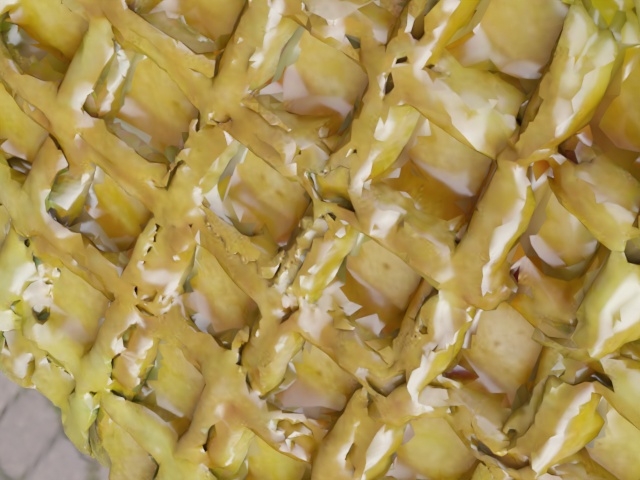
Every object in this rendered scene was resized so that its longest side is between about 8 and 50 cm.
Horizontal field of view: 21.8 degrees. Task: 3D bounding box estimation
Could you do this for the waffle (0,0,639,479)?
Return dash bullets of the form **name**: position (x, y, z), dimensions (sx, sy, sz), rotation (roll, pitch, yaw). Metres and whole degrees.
- **waffle**: position (0.001, -0.001, 0.413), dimensions (0.052, 0.245, 0.254), rotation (-36, 110, -51)
